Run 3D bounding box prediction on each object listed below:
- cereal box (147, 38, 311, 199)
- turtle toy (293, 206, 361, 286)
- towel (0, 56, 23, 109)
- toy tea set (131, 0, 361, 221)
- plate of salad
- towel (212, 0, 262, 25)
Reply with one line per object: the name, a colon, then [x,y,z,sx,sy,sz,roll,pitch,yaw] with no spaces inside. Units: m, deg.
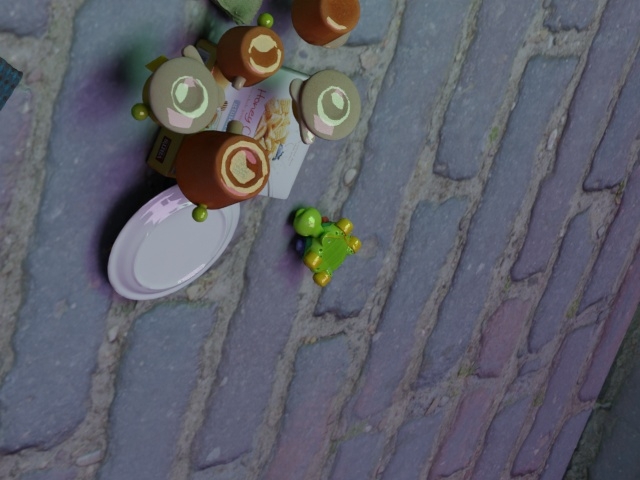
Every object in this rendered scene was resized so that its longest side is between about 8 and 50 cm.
cereal box: [-0.097,-0.150,1.531,0.240,0.047,0.173,8,110,-52]
turtle toy: [0.000,0.000,1.757,0.095,0.066,0.130,-46,144,-15]
towel: [-0.449,-0.053,1.125,0.370,0.040,0.271,-57,166,-3]
toy tea set: [-0.075,-0.177,1.432,0.336,0.124,0.200,-35,108,-27]
plate of salad: [-0.191,-0.005,1.525,0.200,0.048,0.200,-31,146,-23]
towel: [-0.102,-0.328,1.400,0.110,0.027,0.148,-58,145,0]
